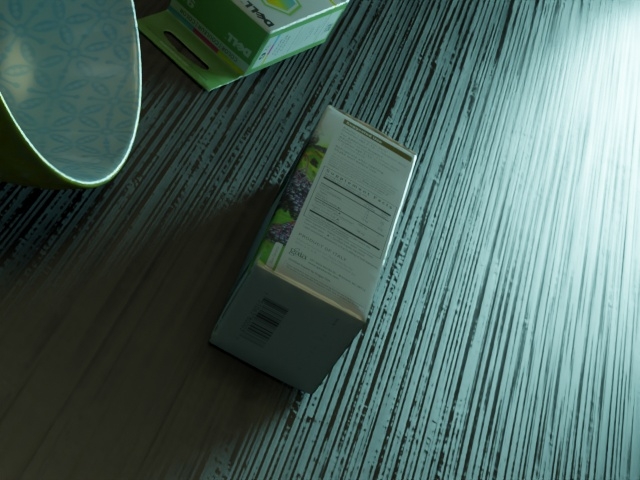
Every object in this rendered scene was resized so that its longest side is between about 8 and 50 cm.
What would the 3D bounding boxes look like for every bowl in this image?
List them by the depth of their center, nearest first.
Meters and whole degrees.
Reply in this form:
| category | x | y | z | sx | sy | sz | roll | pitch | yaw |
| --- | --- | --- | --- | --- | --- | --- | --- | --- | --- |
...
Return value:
| category | x | y | z | sx | sy | sz | roll | pitch | yaw |
| --- | --- | --- | --- | --- | --- | --- | --- | --- | --- |
| bowl | -0.260 | -0.169 | 0.892 | 0.156 | 0.289 | 0.289 | -9 | 39 | 13 |

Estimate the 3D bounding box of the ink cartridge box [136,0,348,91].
| category | x | y | z | sx | sy | sz | roll | pitch | yaw |
| --- | --- | --- | --- | --- | --- | --- | --- | --- | --- |
| ink cartridge box | -0.074 | -0.228 | 1.196 | 0.109 | 0.062 | 0.209 | 43 | 39 | 10 |

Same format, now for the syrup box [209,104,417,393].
| category | x | y | z | sx | sy | sz | roll | pitch | yaw |
| --- | --- | --- | --- | --- | --- | --- | --- | --- | --- |
| syrup box | 0.000 | 0.000 | 0.979 | 0.096 | 0.093 | 0.237 | 29 | 38 | -7 |
